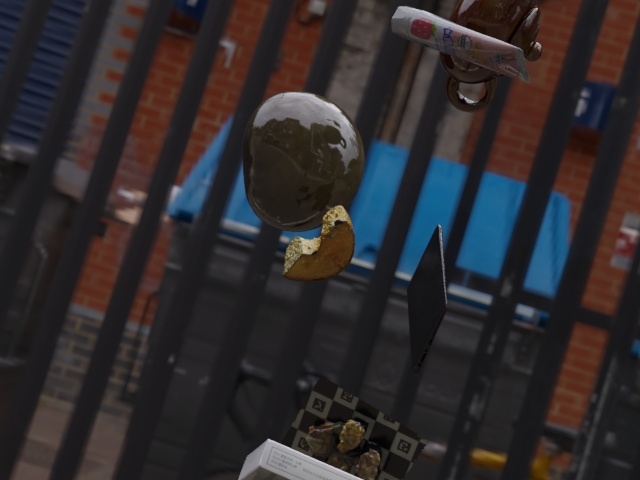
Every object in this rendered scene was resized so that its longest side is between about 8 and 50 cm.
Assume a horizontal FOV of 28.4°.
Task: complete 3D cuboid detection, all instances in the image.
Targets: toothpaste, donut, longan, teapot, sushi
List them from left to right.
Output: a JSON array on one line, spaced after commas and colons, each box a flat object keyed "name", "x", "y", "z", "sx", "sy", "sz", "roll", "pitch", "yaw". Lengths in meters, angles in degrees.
[{"name": "longan", "x": -0.028, "y": -0.121, "z": 1.960, "sx": 0.197, "sy": 0.220, "sz": 0.196, "roll": -1, "pitch": -11, "yaw": 0}, {"name": "donut", "x": 0.000, "y": 0.000, "z": 1.232, "sx": 0.067, "sy": 0.083, "sz": 0.038, "roll": 6, "pitch": 41, "yaw": -1}, {"name": "sushi", "x": 0.042, "y": 0.352, "z": 2.101, "sx": 0.210, "sy": 0.192, "sz": 0.040, "roll": 33, "pitch": 24, "yaw": 9}, {"name": "toothpaste", "x": 0.180, "y": -0.253, "z": 1.623, "sx": 0.194, "sy": 0.043, "sz": 0.067, "roll": 26, "pitch": -20, "yaw": 29}, {"name": "teapot", "x": 0.249, "y": -0.280, "z": 1.816, "sx": 0.135, "sy": 0.252, "sz": 0.178, "roll": 34, "pitch": 44, "yaw": 17}]

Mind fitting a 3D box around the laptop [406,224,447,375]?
[{"name": "laptop", "x": 0.154, "y": 0.081, "z": 1.798, "sx": 0.016, "sy": 0.135, "sz": 0.197, "roll": 15, "pitch": 36, "yaw": -9}]

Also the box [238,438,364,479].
[{"name": "box", "x": -0.007, "y": 0.274, "z": 1.407, "sx": 0.154, "sy": 0.040, "sz": 0.084, "roll": 26, "pitch": -31, "yaw": -9}]
